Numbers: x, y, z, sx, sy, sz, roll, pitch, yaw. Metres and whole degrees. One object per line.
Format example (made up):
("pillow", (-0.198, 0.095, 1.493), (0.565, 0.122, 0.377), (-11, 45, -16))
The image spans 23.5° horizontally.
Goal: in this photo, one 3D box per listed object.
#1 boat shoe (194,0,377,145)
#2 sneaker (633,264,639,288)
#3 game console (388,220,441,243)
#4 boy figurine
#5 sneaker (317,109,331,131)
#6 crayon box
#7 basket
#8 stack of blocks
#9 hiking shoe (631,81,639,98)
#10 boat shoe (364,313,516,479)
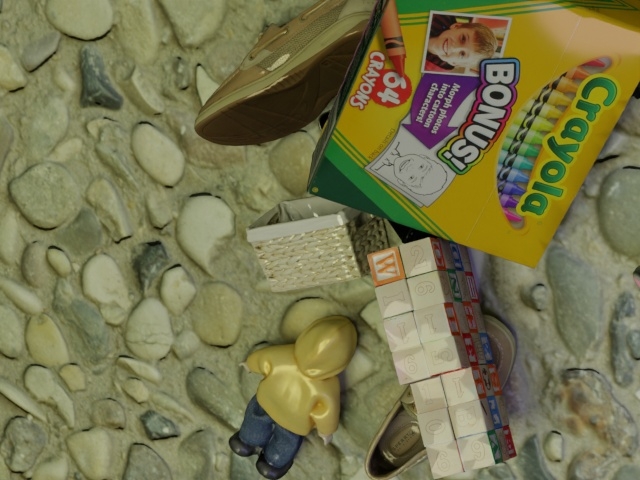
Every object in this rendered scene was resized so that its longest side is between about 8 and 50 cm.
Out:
("boat shoe", (-0.036, -0.236, 2.083), (0.341, 0.121, 0.110), (-27, 56, 32))
("sneaker", (0.483, -0.034, 1.846), (0.131, 0.112, 0.319), (30, 119, 14))
("game console", (0.156, -0.050, 2.089), (0.122, 0.071, 0.107), (-60, 45, 31))
("boy figurine", (-0.040, 0.216, 2.256), (0.177, 0.092, 0.285), (36, 121, 14))
("sneaker", (0.113, -0.149, 2.012), (0.222, 0.118, 0.083), (4, 110, 29))
("crayon box", (0.191, -0.172, 1.876), (0.313, 0.106, 0.363), (19, 126, -7))
("basket", (0.000, 0.000, 2.140), (0.167, 0.113, 0.103), (-9, 108, 32))
("stack of blocks", (0.161, 0.152, 1.994), (0.087, 0.171, 0.297), (-16, 82, 19))
("hiking shoe", (0.448, -0.143, 1.821), (0.227, 0.086, 0.114), (59, 148, 37))
("boat shoe", (0.162, 0.227, 2.136), (0.109, 0.098, 0.302), (44, 122, 9))
